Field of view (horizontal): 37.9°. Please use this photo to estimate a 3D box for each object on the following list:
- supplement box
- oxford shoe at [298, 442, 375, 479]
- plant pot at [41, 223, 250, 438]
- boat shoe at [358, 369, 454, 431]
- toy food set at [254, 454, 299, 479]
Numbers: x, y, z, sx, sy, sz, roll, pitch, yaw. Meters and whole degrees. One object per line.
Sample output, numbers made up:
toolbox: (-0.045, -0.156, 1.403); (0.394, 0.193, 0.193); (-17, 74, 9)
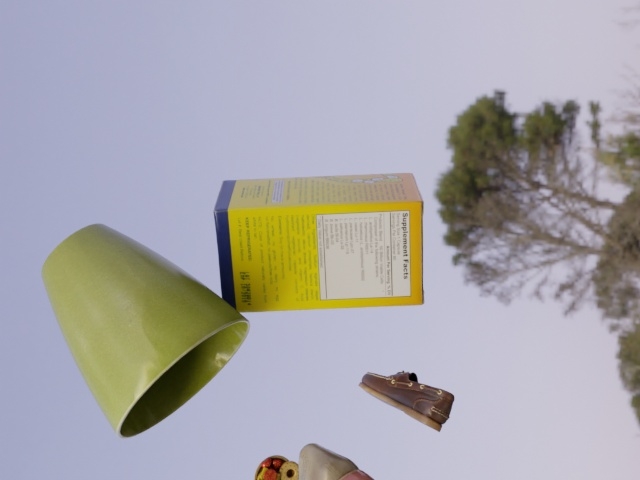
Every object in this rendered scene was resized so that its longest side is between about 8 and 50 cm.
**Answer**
supplement box: (0.000, 0.000, 1.667); (0.195, 0.356, 0.194); (-91, -1, -70)
oxford shoe: (0.034, 0.433, 1.474); (0.123, 0.130, 0.348); (-31, -39, -24)
plant pot: (-0.314, 0.122, 1.526); (0.274, 0.293, 0.275); (-41, -14, -13)
boat shoe: (0.151, 0.265, 1.620); (0.073, 0.207, 0.073); (31, -98, -41)
toy food set: (-0.079, 0.421, 1.643); (0.083, 0.020, 0.083); (30, -105, -24)
